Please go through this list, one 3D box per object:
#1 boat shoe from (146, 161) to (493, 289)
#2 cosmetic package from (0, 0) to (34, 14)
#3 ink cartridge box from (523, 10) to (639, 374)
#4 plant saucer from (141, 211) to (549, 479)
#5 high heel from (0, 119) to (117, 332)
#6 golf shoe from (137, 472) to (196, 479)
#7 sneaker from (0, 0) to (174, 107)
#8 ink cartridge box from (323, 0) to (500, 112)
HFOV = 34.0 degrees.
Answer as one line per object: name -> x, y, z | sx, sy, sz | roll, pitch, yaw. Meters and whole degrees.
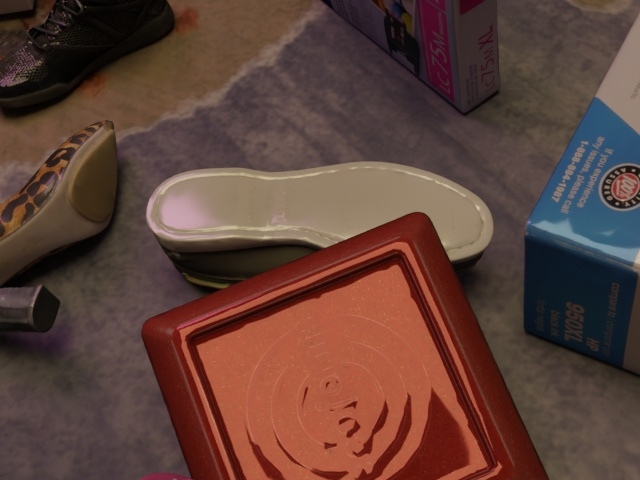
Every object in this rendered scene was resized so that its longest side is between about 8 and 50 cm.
boat shoe -> 0.001, -0.004, 0.939 | 0.305, 0.091, 0.109 | 3, 54, 10
cosmetic package -> -0.531, -0.382, 1.288 | 0.377, 0.097, 0.284 | -7, 56, 6
ink cartridge box -> 0.397, -0.005, 0.830 | 0.395, 0.166, 0.285 | 21, 61, 23
plant saucer -> 0.014, 0.128, 0.812 | 0.259, 0.048, 0.258 | -22, 73, -2
high heel -> -0.306, -0.021, 1.008 | 0.186, 0.093, 0.261 | -1, 49, 20
golf shoe -> -0.089, 0.322, 0.724 | 0.140, 0.115, 0.306 | -37, 63, 28
sneaker -> -0.274, -0.239, 1.129 | 0.227, 0.130, 0.087 | -32, 54, -12
ink cartridge box -> 0.060, -0.284, 1.072 | 0.065, 0.186, 0.311 | -34, 56, -13
